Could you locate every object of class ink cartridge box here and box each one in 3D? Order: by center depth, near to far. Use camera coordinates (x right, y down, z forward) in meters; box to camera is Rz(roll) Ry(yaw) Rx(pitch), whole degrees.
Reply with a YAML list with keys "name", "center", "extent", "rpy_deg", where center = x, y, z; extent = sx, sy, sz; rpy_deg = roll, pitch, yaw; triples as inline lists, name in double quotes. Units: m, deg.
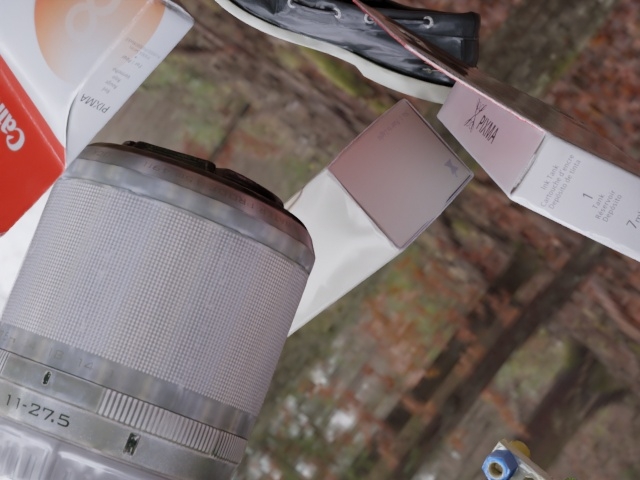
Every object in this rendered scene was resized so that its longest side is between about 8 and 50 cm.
- name: "ink cartridge box"
  center: [-0.176, -0.114, 0.801]
  extent: [0.145, 0.179, 0.045]
  rpy_deg: [51, -168, 33]
- name: "ink cartridge box"
  center: [0.144, -0.099, 1.128]
  extent: [0.261, 0.066, 0.296]
  rpy_deg: [26, -168, -13]

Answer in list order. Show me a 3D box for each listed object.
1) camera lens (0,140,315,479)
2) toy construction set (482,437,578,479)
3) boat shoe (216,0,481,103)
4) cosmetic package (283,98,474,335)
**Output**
- name: "camera lens"
  center: [-0.141, 0.073, 1.073]
  extent: [0.219, 0.274, 0.219]
  rpy_deg: [20, 171, 3]
- name: "toy construction set"
  center: [0.283, 0.341, 1.303]
  extent: [0.151, 0.215, 0.328]
  rpy_deg: [-12, -157, -41]
- name: "boat shoe"
  center: [0.029, -0.256, 1.458]
  extent: [0.340, 0.113, 0.127]
  rpy_deg: [30, -155, 32]
- name: "cosmetic package"
  center: [0.000, 0.000, 1.411]
  extent: [0.113, 0.309, 0.160]
  rpy_deg: [48, -134, -1]
